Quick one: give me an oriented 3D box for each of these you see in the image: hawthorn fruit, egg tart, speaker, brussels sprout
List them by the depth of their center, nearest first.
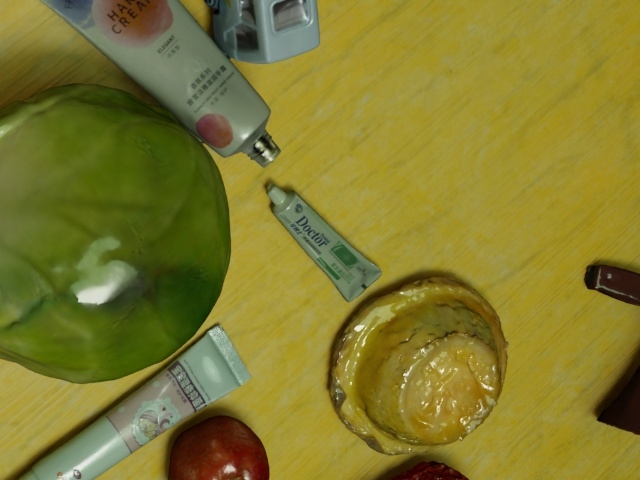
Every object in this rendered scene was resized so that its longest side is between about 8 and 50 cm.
[{"bbox_3d":[-0.262,-0.003,1.149,0.344,0.268,0.344,1,87,-12],"label":"brussels sprout"},{"bbox_3d":[-0.123,0.293,1.363,0.132,0.138,0.133,-6,104,-24],"label":"hawthorn fruit"},{"bbox_3d":[0.151,0.186,1.493,0.288,0.118,0.288,-7,108,-21],"label":"egg tart"},{"bbox_3d":[0.530,0.158,1.692,0.259,0.198,0.330,11,83,10],"label":"speaker"}]

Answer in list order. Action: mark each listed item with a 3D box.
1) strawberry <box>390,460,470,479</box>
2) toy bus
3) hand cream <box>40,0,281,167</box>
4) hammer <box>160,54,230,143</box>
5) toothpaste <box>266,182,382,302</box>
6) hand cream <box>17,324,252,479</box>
[{"bbox_3d":[0.151,0.397,1.514,0.234,0.234,0.178,48,58,-29],"label":"strawberry"},{"bbox_3d":[-0.071,-0.347,1.149,0.109,0.136,0.330,-25,130,-23],"label":"toy bus"},{"bbox_3d":[-0.171,-0.211,1.213,0.340,0.078,0.124,45,81,-15],"label":"hand cream"},{"bbox_3d":[-0.116,-0.236,1.281,0.103,0.029,0.246,20,93,-31],"label":"hammer"},{"bbox_3d":[0.000,0.000,1.402,0.064,0.041,0.218,-42,122,3],"label":"toothpaste"},{"bbox_3d":[-0.240,0.232,1.337,0.331,0.058,0.085,-35,101,-20],"label":"hand cream"}]
